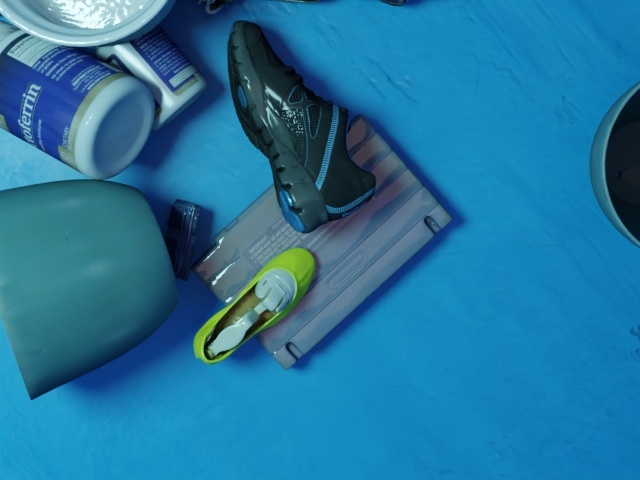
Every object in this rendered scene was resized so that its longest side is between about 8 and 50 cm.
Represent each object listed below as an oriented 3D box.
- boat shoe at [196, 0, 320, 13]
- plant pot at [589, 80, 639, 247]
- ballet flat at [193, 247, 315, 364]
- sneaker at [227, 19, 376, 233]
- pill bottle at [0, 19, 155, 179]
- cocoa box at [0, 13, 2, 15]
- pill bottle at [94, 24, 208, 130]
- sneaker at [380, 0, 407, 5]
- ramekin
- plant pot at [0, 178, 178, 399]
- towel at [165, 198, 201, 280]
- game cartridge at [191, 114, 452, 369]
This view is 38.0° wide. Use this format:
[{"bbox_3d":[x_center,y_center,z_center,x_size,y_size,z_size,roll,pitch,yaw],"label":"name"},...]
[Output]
[{"bbox_3d":[-0.146,-0.388,1.367,0.319,0.116,0.099,-7,92,-10],"label":"boat shoe"},{"bbox_3d":[0.532,-0.118,1.414,0.290,0.195,0.290,0,95,-5],"label":"plant pot"},{"bbox_3d":[-0.094,0.103,1.378,0.231,0.077,0.077,-42,97,-1],"label":"ballet flat"},{"bbox_3d":[-0.037,-0.178,1.375,0.139,0.125,0.341,-21,78,-13],"label":"sneaker"},{"bbox_3d":[-0.379,-0.205,1.306,0.264,0.153,0.153,28,92,18],"label":"pill bottle"},{"bbox_3d":[-0.634,-0.407,1.258,0.347,0.228,0.231,-11,94,-5],"label":"cocoa box"},{"bbox_3d":[-0.264,-0.265,1.367,0.112,0.112,0.187,-40,98,-1],"label":"pill bottle"},{"bbox_3d":[0.114,-0.465,1.390,0.163,0.086,0.226,14,103,4],"label":"sneaker"},{"bbox_3d":[-0.307,-0.389,1.232,0.277,0.135,0.277,0,95,-1],"label":"ramekin"},{"bbox_3d":[-0.341,0.046,1.312,0.235,0.293,0.293,-19,97,-19],"label":"plant pot"},{"bbox_3d":[-0.216,-0.002,1.419,0.029,0.067,0.119,7,96,-37],"label":"towel"},{"bbox_3d":[0.000,0.000,1.444,0.355,0.068,0.230,-42,94,-1],"label":"game cartridge"}]
